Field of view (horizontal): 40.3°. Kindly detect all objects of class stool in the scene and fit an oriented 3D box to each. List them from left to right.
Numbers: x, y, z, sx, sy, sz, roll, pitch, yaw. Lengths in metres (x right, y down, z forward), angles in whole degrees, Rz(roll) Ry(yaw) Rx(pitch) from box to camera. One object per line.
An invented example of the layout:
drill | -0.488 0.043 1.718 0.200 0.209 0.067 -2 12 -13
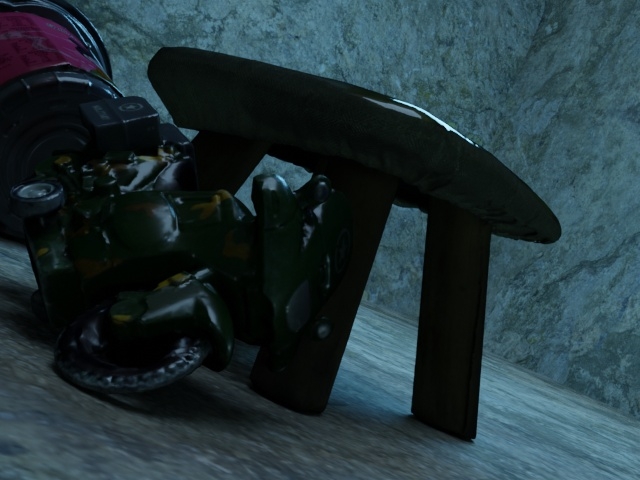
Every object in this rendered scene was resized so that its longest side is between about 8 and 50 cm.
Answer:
stool | 0.000 0.000 0.743 0.310 0.226 0.310 22 -1 41

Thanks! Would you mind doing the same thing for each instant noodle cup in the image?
instant noodle cup | -0.301 -0.113 0.897 0.302 0.258 0.181 21 15 -47

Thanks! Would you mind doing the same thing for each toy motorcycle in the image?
toy motorcycle | -0.087 -0.007 0.534 0.187 0.124 0.274 -14 33 -22
